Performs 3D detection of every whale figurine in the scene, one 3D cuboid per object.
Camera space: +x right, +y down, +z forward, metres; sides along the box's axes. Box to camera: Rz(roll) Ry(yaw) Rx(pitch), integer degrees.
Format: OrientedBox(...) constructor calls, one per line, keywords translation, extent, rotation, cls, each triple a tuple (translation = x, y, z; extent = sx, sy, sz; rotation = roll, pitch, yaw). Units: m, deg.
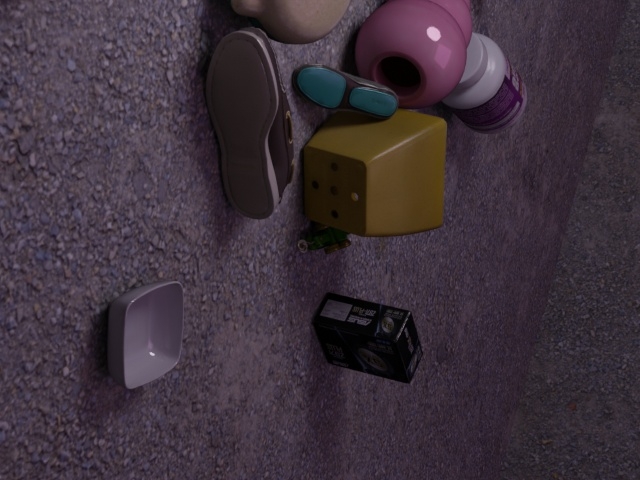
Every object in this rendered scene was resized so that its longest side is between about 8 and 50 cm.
OrientedBox(translation=(-0.075, -0.415, 1.627), extent=(0.272, 0.141, 0.216), rotation=(47, 70, -32), cls="whale figurine")

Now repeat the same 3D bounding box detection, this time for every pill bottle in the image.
OrientedBox(translation=(0.333, -0.348, 2.377), extent=(0.301, 0.169, 0.169), rotation=(25, 79, -64), cls="pill bottle")

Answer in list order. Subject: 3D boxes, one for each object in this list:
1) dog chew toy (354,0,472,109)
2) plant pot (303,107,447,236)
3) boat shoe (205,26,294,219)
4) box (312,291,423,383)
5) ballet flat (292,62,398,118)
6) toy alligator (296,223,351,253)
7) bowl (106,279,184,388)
OrientedBox(translation=(0.193, -0.392, 2.065), extent=(0.332, 0.207, 0.206), rotation=(-61, 150, -44), cls="dog chew toy")
OrientedBox(translation=(0.083, -0.116, 1.975), extent=(0.187, 0.212, 0.212), rotation=(-25, 125, -43), cls="plant pot")
OrientedBox(translation=(-0.097, -0.187, 1.677), extent=(0.096, 0.117, 0.324), rotation=(-55, 150, -45), cls="boat shoe")
OrientedBox(translation=(0.093, 0.189, 2.132), extent=(0.077, 0.180, 0.147), rotation=(-61, 150, -32), cls="box")
OrientedBox(translation=(0.036, -0.261, 1.921), extent=(0.213, 0.068, 0.072), rotation=(14, 106, -28), cls="ballet flat")
OrientedBox(translation=(0.000, 0.000, 2.019), extent=(0.190, 0.051, 0.056), rotation=(-19, 85, -51), cls="toy alligator")
OrientedBox(translation=(-0.255, 0.128, 1.569), extent=(0.142, 0.053, 0.142), rotation=(-22, 121, -58), cls="bowl")
